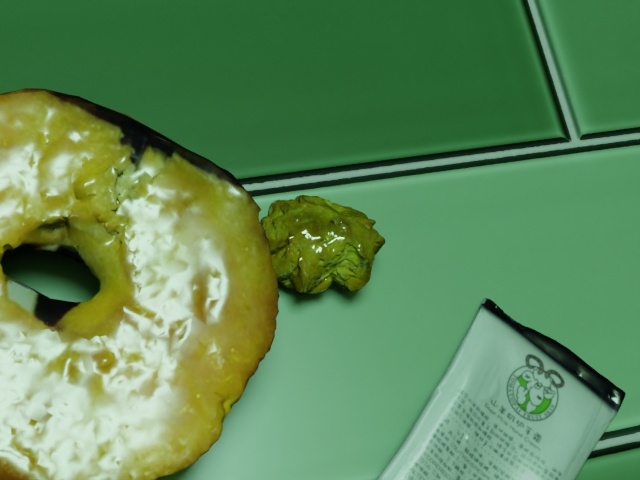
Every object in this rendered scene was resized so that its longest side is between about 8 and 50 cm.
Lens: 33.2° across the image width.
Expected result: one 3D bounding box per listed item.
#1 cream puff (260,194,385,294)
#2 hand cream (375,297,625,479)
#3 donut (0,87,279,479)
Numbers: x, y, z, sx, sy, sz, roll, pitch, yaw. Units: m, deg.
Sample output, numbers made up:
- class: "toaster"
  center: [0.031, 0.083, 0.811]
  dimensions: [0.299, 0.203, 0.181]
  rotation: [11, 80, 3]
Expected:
- class: "cream puff"
  center: [0.000, 0.000, 0.717]
  dimensions: [0.083, 0.058, 0.083]
  rotation: [32, 65, 1]
- class: "hand cream"
  center: [0.078, 0.185, 0.674]
  dimensions: [0.121, 0.076, 0.336]
  rotation: [40, 61, -3]
- class: "donut"
  center: [-0.153, 0.032, 0.641]
  dimensions: [0.253, 0.118, 0.253]
  rotation: [4, 68, -9]
